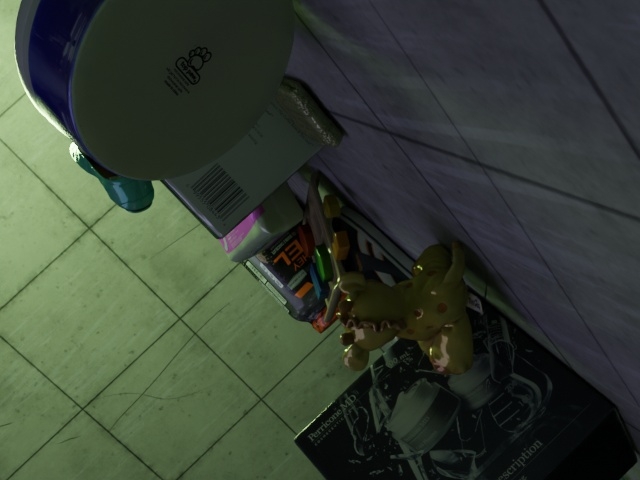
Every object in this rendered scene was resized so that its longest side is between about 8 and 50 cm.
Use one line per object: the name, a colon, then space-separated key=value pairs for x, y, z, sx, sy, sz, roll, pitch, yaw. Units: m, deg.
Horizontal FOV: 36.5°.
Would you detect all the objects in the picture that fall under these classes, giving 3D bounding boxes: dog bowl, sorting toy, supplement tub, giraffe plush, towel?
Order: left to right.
dog bowl: x=-0.157 y=-0.195 z=0.964 sx=0.104 sy=0.265 sz=0.265 roll=41 pitch=172 yaw=32
supplement tub: x=-0.058 y=0.050 z=2.358 sx=0.338 sy=0.207 sz=0.207 roll=46 pitch=175 yaw=7
towel: x=-0.025 y=-0.180 z=1.333 sx=0.110 sy=0.027 sz=0.148 roll=50 pitch=175 yaw=-23
sorting toy: x=0.000 y=0.000 z=1.734 sx=0.307 sy=0.041 sz=0.229 roll=102 pitch=156 yaw=-68
giraffe plush: x=0.103 y=0.096 z=1.271 sx=0.210 sy=0.171 sz=0.181 roll=111 pitch=150 yaw=-79

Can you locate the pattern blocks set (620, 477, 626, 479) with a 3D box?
pattern blocks set: x=0.329 y=0.358 z=1.544 sx=0.325 sy=0.026 sz=0.285 roll=-4 pitch=-149 yaw=-41

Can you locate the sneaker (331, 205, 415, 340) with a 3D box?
sneaker: x=0.092 y=0.061 z=1.695 sx=0.321 sy=0.127 sz=0.126 roll=44 pitch=176 yaw=43

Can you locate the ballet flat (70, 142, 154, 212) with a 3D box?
ballet flat: x=-0.341 y=-0.137 z=1.573 sx=0.247 sy=0.083 sz=0.087 roll=42 pitch=148 yaw=42

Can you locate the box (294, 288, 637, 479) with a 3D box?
box: x=0.199 y=0.294 z=1.369 sx=0.312 sy=0.343 sz=0.179 roll=41 pitch=172 yaw=43

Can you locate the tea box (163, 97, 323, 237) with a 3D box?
tea box: x=-0.197 y=-0.189 z=1.578 sx=0.329 sy=0.220 sz=0.323 roll=47 pitch=175 yaw=-4

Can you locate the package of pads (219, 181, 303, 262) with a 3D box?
package of pads: x=-0.169 y=-0.121 z=1.871 sx=0.296 sy=0.101 sz=0.229 roll=62 pitch=153 yaw=4

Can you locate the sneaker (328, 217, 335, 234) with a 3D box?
sneaker: x=0.063 y=-0.006 z=1.877 sx=0.075 sy=0.057 sz=0.161 roll=3 pitch=135 yaw=48
